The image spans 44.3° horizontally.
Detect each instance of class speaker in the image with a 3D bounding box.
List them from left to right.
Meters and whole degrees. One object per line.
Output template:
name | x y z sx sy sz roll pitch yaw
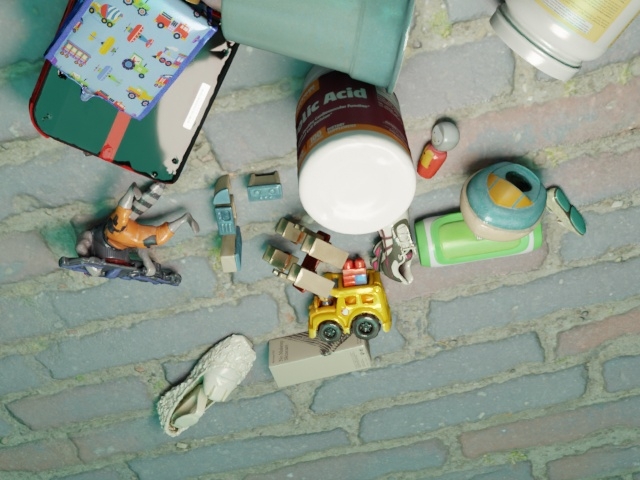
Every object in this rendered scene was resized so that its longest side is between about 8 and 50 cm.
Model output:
speaker | 0.386 -0.013 1.937 0.296 0.131 0.131 -9 128 5

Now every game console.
game console | -0.387 -0.340 1.628 0.342 0.060 0.387 21 107 -23

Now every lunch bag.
lunch bag | -0.377 -0.380 1.520 0.221 0.138 0.293 32 111 -28

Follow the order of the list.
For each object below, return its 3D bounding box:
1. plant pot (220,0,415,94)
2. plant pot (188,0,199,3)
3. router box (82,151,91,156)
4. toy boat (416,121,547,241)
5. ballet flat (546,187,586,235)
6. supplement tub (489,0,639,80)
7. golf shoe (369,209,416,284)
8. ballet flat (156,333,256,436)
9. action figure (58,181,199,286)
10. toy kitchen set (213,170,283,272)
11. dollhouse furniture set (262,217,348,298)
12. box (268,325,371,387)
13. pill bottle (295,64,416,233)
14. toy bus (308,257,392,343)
plant pot | 0.003 -0.470 1.452 0.334 0.341 0.341 11 127 -1
plant pot | -0.243 -0.600 1.404 0.237 0.237 0.254 33 106 -25
router box | -0.464 -0.234 1.742 0.122 0.092 0.038 -10 128 5
toy boat | 0.370 -0.137 1.791 0.318 0.267 0.148 35 132 10
ballet flat | 0.604 -0.071 1.958 0.052 0.057 0.168 -13 130 44
supplement tub | 0.503 -0.497 1.489 0.241 0.241 0.331 24 123 -20
golf shoe | 0.192 -0.015 1.916 0.105 0.120 0.273 -27 136 -24
ballet flat | -0.324 0.434 2.250 0.147 0.147 0.409 33 119 -25
action figure | -0.452 -0.002 1.923 0.330 0.179 0.341 -30 151 27
toy kitchen set | -0.165 -0.044 1.887 0.166 0.122 0.207 -5 128 1
dollhouse furniture set | 0.000 0.000 1.864 0.135 0.262 0.259 25 92 -23
box | -0.002 0.314 2.185 0.275 0.113 0.094 -15 127 7
pill bottle | 0.060 -0.213 1.594 0.224 0.392 0.224 -2 128 -2
toy bus | 0.065 0.143 2.044 0.220 0.149 0.212 -8 115 6
